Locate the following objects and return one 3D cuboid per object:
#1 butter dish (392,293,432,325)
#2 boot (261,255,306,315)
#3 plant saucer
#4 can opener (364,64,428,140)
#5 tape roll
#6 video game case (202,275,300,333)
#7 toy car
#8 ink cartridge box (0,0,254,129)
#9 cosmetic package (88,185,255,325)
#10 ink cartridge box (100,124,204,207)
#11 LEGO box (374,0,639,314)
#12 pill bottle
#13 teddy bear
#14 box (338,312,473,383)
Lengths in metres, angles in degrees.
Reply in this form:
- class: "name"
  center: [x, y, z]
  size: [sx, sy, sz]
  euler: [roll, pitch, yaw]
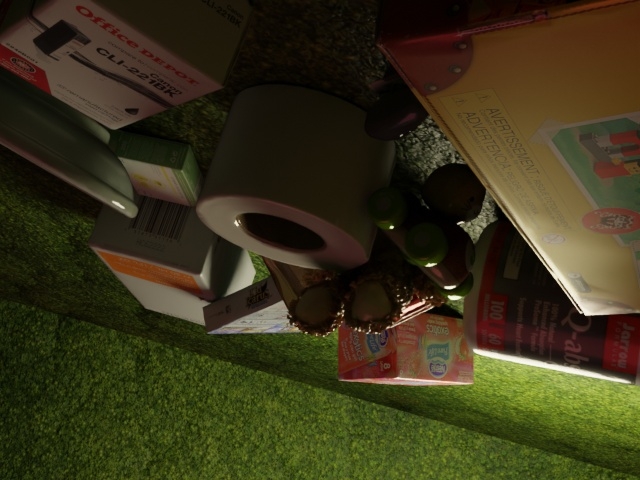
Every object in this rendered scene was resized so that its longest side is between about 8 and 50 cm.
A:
- class: "butter dish"
  center: [0.156, 0.082, 1.620]
  size: [0.160, 0.118, 0.160]
  euler: [-25, 170, -16]
- class: "boot"
  center: [0.000, 0.000, 1.504]
  size: [0.203, 0.262, 0.095]
  euler: [-25, 180, 5]
- class: "plant saucer"
  center: [-0.432, -0.173, 1.306]
  size: [0.400, 0.100, 0.400]
  euler: [30, 175, 3]
- class: "can opener"
  center: [0.160, -0.159, 0.927]
  size: [0.076, 0.095, 0.283]
  euler: [29, 158, -35]
- class: "tape roll"
  center: [-0.032, -0.082, 1.205]
  size: [0.246, 0.169, 0.246]
  euler: [14, 162, 5]
- class: "video game case"
  center: [-0.054, 0.123, 1.735]
  size: [0.244, 0.061, 0.269]
  euler: [-27, 159, 36]
- class: "toy car"
  center: [0.180, -0.043, 1.138]
  size: [0.149, 0.188, 0.155]
  euler: [46, -179, 33]
- class: "ink cartridge box"
  center: [-0.239, -0.242, 1.006]
  size: [0.197, 0.114, 0.273]
  euler: [30, 157, -34]
- class: "cosmetic package"
  center: [-0.288, 0.039, 1.794]
  size: [0.230, 0.161, 0.453]
  euler: [14, 162, 8]
- class: "ink cartridge box"
  center: [-0.324, -0.134, 1.497]
  size: [0.235, 0.056, 0.171]
  euler: [12, 162, 7]
- class: "LEGO box"
  center: [0.322, -0.120, 0.667]
  size: [0.373, 0.193, 0.500]
  euler: [-6, 153, 30]
- class: "pill bottle"
  center: [0.408, 0.095, 1.268]
  size: [0.363, 0.210, 0.210]
  euler: [9, 160, 23]
- class: "teddy bear"
  center: [0.083, 0.066, 1.310]
  size: [0.245, 0.113, 0.338]
  euler: [-17, -166, 12]
- class: "box"
  center: [0.185, 0.229, 1.830]
  size: [0.154, 0.142, 0.300]
  euler: [-9, 165, 38]
